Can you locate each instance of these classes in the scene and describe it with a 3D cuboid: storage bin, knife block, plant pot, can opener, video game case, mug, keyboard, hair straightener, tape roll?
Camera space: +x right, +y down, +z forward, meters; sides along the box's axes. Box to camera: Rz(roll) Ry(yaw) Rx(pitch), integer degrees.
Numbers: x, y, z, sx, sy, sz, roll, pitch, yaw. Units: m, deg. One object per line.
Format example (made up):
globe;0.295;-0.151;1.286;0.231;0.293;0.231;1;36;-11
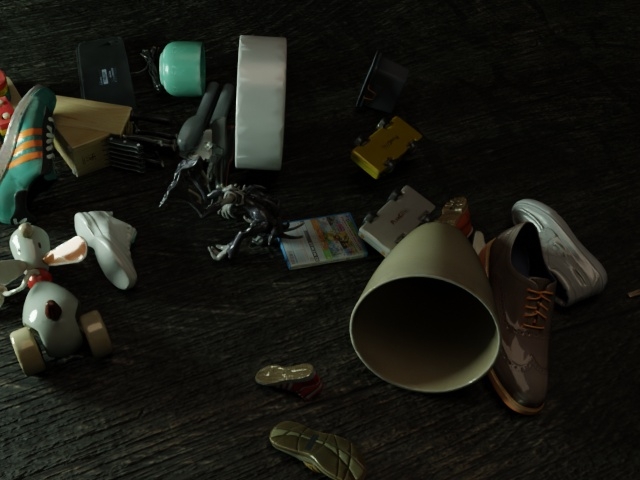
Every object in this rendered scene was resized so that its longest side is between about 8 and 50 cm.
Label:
storage bin;0.150;-0.369;1.930;0.091;0.135;0.098;20;48;-2
knife block;-0.459;-0.249;1.769;0.242;0.088;0.275;-27;56;-28
plant pot;0.204;0.089;1.465;0.256;0.256;0.274;14;36;5
can opener;-0.252;-0.277;1.825;0.074;0.093;0.280;10;43;3
video game case;0.000;0.000;1.651;0.166;0.015;0.119;-10;49;-15
mug;-0.326;-0.400;1.908;0.097;0.158;0.129;0;72;-3
keyboard;-0.475;-0.390;1.933;0.202;0.033;0.317;-12;51;-9
hair straightener;-0.228;-0.171;1.721;0.047;0.089;0.230;-11;58;29
tape roll;-0.127;-0.291;1.719;0.100;0.286;0.286;1;48;-5

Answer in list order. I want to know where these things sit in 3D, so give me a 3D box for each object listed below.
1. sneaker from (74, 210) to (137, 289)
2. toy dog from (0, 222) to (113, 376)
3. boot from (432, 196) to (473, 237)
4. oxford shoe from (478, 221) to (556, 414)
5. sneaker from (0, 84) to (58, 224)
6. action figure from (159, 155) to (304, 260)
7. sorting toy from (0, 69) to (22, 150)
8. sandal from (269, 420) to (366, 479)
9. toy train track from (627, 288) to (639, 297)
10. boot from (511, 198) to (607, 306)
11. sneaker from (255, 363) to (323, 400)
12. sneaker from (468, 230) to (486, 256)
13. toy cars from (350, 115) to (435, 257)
sneaker;-0.392;0.006;1.562;0.094;0.080;0.212;-16;50;-35
toy dog;-0.495;0.081;1.418;0.334;0.161;0.220;37;54;24
boot;0.267;-0.013;1.650;0.059;0.084;0.158;4;36;41
oxford shoe;0.365;0.132;1.472;0.130;0.132;0.363;8;59;-17
sneaker;-0.582;-0.169;1.642;0.121;0.108;0.302;17;74;-4
action figure;-0.175;-0.053;1.602;0.276;0.141;0.164;29;37;-16
sorting toy;-0.770;-0.272;1.750;0.257;0.089;0.255;-23;55;-25
sandal;-0.002;0.352;1.317;0.180;0.049;0.072;17;41;27
toy train track;0.663;0.103;1.643;0.083;0.014;0.048;-16;59;-13
boot;0.453;0.022;1.631;0.123;0.095;0.258;-20;54;-31
sneaker;-0.053;0.250;1.409;0.118;0.067;0.042;-8;44;27
sneaker;0.325;0.053;1.626;0.075;0.057;0.161;23;46;-8
toy cars;0.144;-0.109;1.723;0.176;0.087;0.393;8;51;-15
